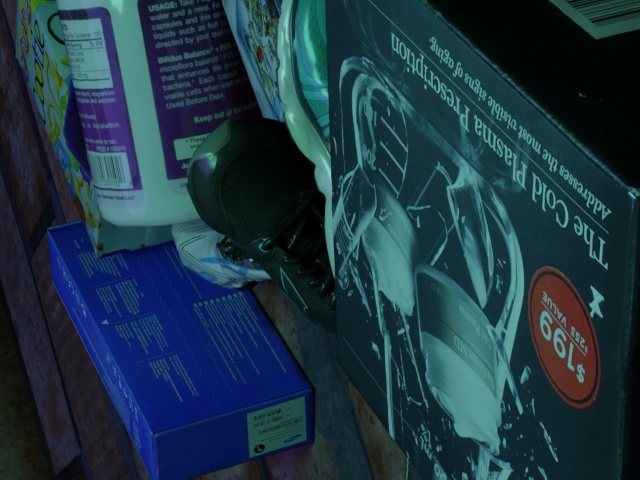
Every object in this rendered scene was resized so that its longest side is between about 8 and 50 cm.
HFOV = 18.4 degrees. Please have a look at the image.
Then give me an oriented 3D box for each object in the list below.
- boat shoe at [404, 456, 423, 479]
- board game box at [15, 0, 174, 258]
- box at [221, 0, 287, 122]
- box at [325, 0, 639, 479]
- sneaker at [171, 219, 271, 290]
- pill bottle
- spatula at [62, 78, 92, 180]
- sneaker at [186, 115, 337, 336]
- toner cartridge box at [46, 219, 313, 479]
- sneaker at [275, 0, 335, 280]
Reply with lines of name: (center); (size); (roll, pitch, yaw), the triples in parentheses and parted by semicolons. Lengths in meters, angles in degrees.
boat shoe: (0.090, 0.238, 1.549); (0.081, 0.069, 0.227); (-150, 49, -65)
board game box: (-0.204, -0.143, 2.018); (0.144, 0.142, 0.275); (103, 147, -54)
box: (-0.014, -0.140, 1.618); (0.159, 0.044, 0.233); (118, 135, -64)
box: (0.147, 0.010, 1.044); (0.343, 0.179, 0.312); (-128, 29, -52)
sneaker: (-0.067, 0.009, 1.850); (0.086, 0.085, 0.237); (54, 164, -18)
pill bottle: (-0.144, -0.175, 1.782); (0.169, 0.169, 0.301); (-158, 57, -68)
spatula: (-0.192, -0.179, 1.908); (0.084, 0.030, 0.296); (59, -141, -43)
sneaker: (0.000, 0.000, 1.506); (0.106, 0.101, 0.267); (41, 177, 45)
toner cartridge box: (-0.147, 0.091, 1.989); (0.348, 0.165, 0.075); (-124, 27, -47)
sneaker: (0.052, -0.075, 1.436); (0.110, 0.107, 0.275); (-15, 94, 52)
